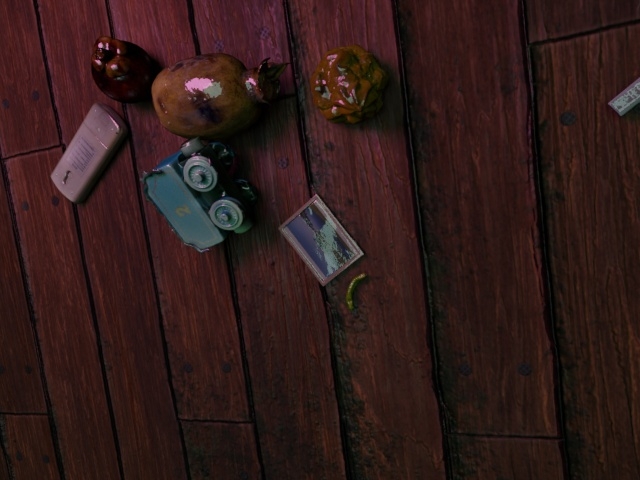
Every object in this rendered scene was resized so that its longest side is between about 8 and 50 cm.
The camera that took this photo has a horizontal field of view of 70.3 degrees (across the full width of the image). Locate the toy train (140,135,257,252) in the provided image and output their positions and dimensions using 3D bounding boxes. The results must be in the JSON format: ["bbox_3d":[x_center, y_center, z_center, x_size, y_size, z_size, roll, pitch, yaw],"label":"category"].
[{"bbox_3d":[-0.224,-0.087,0.870,0.163,0.112,0.203,-21,114,20],"label":"toy train"}]

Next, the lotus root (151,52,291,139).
[{"bbox_3d":[-0.183,-0.264,0.837,0.278,0.154,0.154,-5,96,19],"label":"lotus root"}]

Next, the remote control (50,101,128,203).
[{"bbox_3d":[-0.520,-0.194,1.020,0.098,0.038,0.233,46,109,9],"label":"remote control"}]

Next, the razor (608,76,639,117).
[{"bbox_3d":[0.537,-0.282,0.631,0.278,0.056,0.111,-42,73,21],"label":"razor"}]

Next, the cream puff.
[{"bbox_3d":[0.042,-0.266,0.779,0.146,0.116,0.146,4,102,18],"label":"cream puff"}]

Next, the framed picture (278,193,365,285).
[{"bbox_3d":[0.000,0.000,0.883,0.109,0.011,0.149,-40,84,19],"label":"framed picture"}]

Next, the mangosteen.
[{"bbox_3d":[-0.399,-0.344,0.906,0.140,0.140,0.140,3,98,19],"label":"mangosteen"}]

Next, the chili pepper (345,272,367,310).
[{"bbox_3d":[0.066,0.096,0.870,0.030,0.017,0.083,18,105,15],"label":"chili pepper"}]
